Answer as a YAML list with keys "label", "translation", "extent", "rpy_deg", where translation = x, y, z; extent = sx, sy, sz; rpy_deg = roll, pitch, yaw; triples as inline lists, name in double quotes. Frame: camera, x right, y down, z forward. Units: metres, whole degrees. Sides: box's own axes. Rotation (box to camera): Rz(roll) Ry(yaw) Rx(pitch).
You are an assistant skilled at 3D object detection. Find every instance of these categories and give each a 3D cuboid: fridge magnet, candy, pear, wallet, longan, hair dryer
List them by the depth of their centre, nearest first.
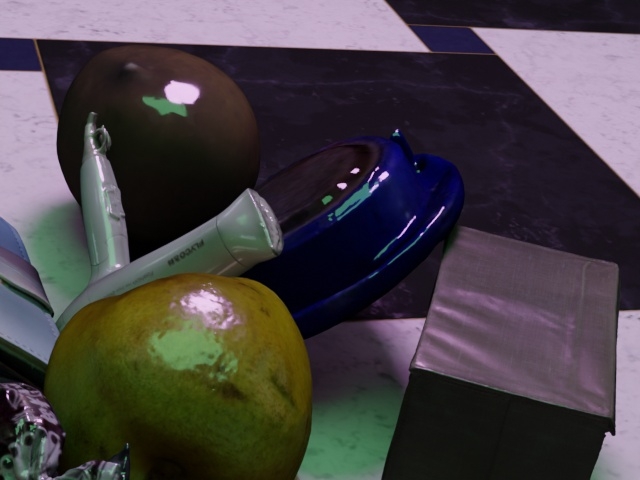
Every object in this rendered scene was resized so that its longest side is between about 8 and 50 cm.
- label: "candy"
  translation: [-0.199, 0.114, 0.841]
  extent: [0.226, 0.094, 0.051]
  rpy_deg: [42, 2, 40]
- label: "pear"
  translation: [-0.096, 0.117, 0.917]
  extent: [0.200, 0.200, 0.200]
  rpy_deg: [8, 29, -4]
- label: "wallet"
  translation: [-0.299, 0.027, 1.040]
  extent: [0.176, 0.075, 0.250]
  rpy_deg: [37, 10, -36]
- label: "hair dryer"
  translation: [-0.147, -0.029, 1.085]
  extent: [0.075, 0.206, 0.237]
  rpy_deg: [29, 31, -52]
- label: "fridge magnet"
  translation: [0.000, 0.000, 1.128]
  extent: [0.265, 0.113, 0.265]
  rpy_deg: [-29, 20, 11]
- label: "longan"
  translation: [-0.153, -0.088, 1.245]
  extent: [0.196, 0.196, 0.220]
  rpy_deg: [-11, 20, -32]

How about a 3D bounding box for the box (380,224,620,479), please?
- label: "box"
  translation: [0.146, 0.115, 1.025]
  extent: [0.155, 0.149, 0.231]
  rpy_deg: [14, 30, 5]
